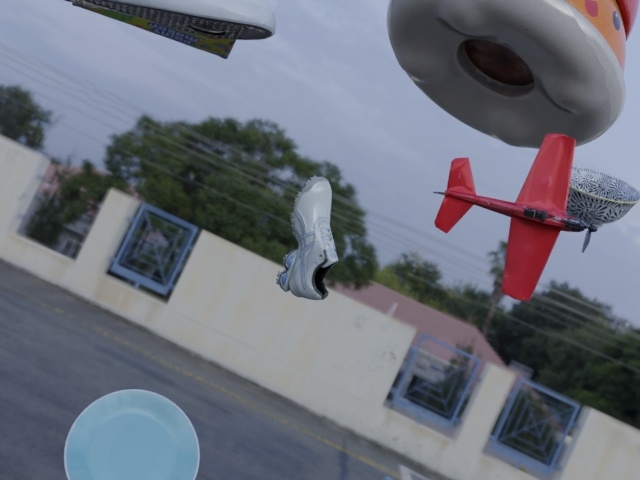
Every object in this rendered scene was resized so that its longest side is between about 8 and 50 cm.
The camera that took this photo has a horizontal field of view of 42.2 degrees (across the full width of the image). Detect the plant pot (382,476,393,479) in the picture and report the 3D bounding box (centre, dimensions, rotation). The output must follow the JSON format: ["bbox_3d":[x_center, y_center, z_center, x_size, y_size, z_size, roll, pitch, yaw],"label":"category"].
[{"bbox_3d":[0.164,0.568,1.499,0.166,0.165,0.234,41,-10,-9],"label":"plant pot"}]

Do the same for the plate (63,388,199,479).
[{"bbox_3d":[-0.265,0.304,1.171,0.188,0.188,0.024,25,-34,-7],"label":"plate"}]

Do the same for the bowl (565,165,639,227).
[{"bbox_3d":[0.516,-0.075,1.588,0.170,0.080,0.170,11,25,-5],"label":"bowl"}]

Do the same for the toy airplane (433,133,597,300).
[{"bbox_3d":[0.165,-0.029,0.719,0.151,0.151,0.028,24,4,25],"label":"toy airplane"}]

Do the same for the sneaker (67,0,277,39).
[{"bbox_3d":[-0.179,-0.308,0.923,0.290,0.123,0.106,16,1,5],"label":"sneaker"}]

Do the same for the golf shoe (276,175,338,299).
[{"bbox_3d":[0.000,0.000,1.163,0.086,0.176,0.069,22,18,39],"label":"golf shoe"}]

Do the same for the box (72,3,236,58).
[{"bbox_3d":[-0.250,-0.518,1.455,0.290,0.279,0.177,16,-17,-15],"label":"box"}]

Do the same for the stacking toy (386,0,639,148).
[{"bbox_3d":[0.345,-0.404,1.186,0.351,0.479,0.350,30,-15,9],"label":"stacking toy"}]
